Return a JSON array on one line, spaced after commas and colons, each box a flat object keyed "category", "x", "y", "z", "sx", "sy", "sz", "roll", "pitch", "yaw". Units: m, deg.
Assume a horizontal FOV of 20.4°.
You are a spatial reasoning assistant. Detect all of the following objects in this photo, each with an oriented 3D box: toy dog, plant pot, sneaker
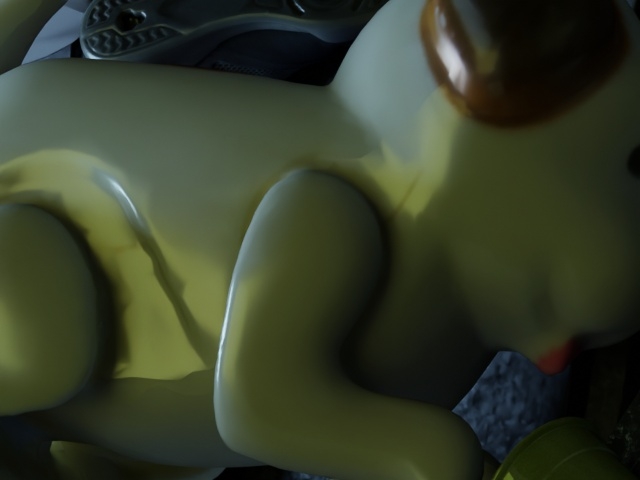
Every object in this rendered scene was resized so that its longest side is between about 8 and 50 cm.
[{"category": "toy dog", "x": 0.000, "y": 0.000, "z": 0.947, "sx": 0.408, "sy": 0.284, "sz": 0.395, "roll": -20, "pitch": 59, "yaw": 11}, {"category": "plant pot", "x": 0.128, "y": 0.134, "z": 0.806, "sx": 0.079, "sy": 0.083, "sz": 0.083, "roll": 29, "pitch": 102, "yaw": 46}, {"category": "sneaker", "x": -0.030, "y": -0.134, "z": 1.164, "sx": 0.228, "sy": 0.130, "sz": 0.087, "roll": -16, "pitch": 64, "yaw": 10}]

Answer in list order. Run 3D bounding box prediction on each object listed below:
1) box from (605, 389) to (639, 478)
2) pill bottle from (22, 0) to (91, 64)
[{"category": "box", "x": 0.201, "y": 0.151, "z": 0.844, "sx": 0.156, "sy": 0.093, "sz": 0.158, "roll": -58, "pitch": 31, "yaw": 4}, {"category": "pill bottle", "x": -0.276, "y": -0.342, "z": 1.315, "sx": 0.229, "sy": 0.229, "sz": 0.407, "roll": -23, "pitch": 67, "yaw": 37}]
